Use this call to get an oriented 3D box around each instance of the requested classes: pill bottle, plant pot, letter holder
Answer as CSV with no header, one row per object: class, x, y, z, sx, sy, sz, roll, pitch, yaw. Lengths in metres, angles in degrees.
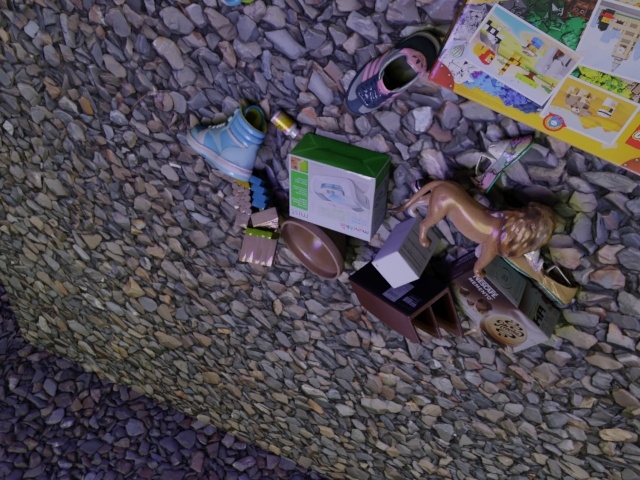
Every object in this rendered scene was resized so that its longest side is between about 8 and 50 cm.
pill bottle,-0.097,-0.328,2.167,0.083,0.043,0.043,41,138,-6
plant pot,0.000,0.000,2.329,0.237,0.110,0.237,37,156,20
letter holder,0.252,0.198,2.245,0.302,0.152,0.214,31,152,53

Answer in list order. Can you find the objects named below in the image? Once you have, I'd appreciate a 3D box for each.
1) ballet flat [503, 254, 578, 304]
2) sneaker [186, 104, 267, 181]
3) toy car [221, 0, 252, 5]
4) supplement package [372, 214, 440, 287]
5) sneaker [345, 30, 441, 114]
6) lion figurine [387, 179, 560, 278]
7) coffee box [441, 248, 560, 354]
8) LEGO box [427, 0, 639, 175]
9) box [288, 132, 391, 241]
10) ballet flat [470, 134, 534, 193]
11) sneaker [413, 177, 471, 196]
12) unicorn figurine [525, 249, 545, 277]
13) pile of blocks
ballet flat,0.597,0.080,2.072,0.232,0.080,0.073,37,111,-5
sneaker,-0.262,-0.321,2.243,0.319,0.127,0.208,38,105,41
toy car,-0.230,-0.658,1.882,0.159,0.136,0.182,-19,115,43
supplement package,0.244,0.030,2.164,0.105,0.179,0.105,49,138,-14
sneaker,0.151,-0.391,1.877,0.112,0.131,0.319,44,138,-9
lion figurine,0.384,-0.058,1.948,0.392,0.142,0.240,26,135,1
coffee box,0.504,0.165,2.160,0.297,0.119,0.168,44,141,-9
LEGO box,0.524,-0.402,1.518,0.500,0.193,0.372,24,138,0
box,0.052,-0.153,2.170,0.262,0.126,0.231,19,134,17
ballet flat,0.440,-0.200,1.907,0.079,0.077,0.221,38,143,2
sneaker,0.333,-0.128,2.051,0.170,0.063,0.074,29,139,0
unicorn figurine,0.546,0.017,2.016,0.162,0.060,0.111,24,106,36
pile of blocks,-0.193,-0.093,2.356,0.149,0.113,0.362,-13,86,13
